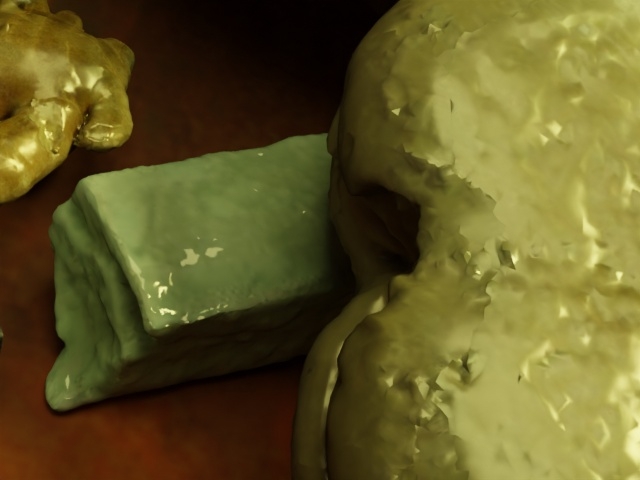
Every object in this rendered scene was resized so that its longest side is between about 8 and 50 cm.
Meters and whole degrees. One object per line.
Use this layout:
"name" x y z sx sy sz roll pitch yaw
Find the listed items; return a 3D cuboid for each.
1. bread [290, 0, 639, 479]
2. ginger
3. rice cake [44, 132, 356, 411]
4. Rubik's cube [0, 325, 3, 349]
"bread" 0.102 0.078 0.486 0.183 0.102 0.337 -34 82 -31
"ginger" -0.150 -0.082 0.598 0.176 0.052 0.193 13 56 -8
"rice cake" 0.000 0.000 0.572 0.206 0.063 0.069 -9 62 -27
"Rubik's cube" -0.152 0.024 0.476 0.092 0.092 0.092 -8 55 -25
